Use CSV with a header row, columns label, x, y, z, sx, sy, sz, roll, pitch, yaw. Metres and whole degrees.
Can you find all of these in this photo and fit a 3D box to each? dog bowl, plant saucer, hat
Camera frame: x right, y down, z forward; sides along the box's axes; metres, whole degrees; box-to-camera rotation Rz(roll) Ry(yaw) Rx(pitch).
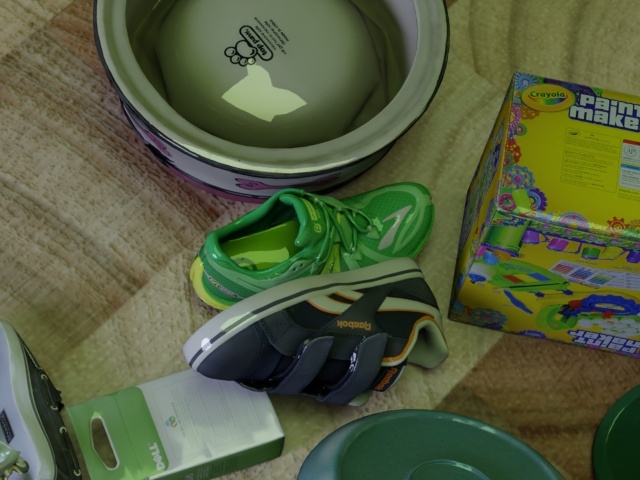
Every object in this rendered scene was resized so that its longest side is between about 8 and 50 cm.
label,x,y,z,sx,sy,sz,roll,pitch,yaw
dog bowl,-0.060,-0.221,1.915,0.408,0.150,0.408,3,64,-6
plant saucer,0.132,0.270,1.663,0.317,0.044,0.318,10,33,-6
hat,0.433,0.256,1.804,0.208,0.183,0.173,-16,49,31

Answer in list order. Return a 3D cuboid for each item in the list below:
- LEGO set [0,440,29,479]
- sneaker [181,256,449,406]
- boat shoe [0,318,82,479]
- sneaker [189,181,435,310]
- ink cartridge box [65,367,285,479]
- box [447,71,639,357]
label,x,y,z,sx,sy,sz,roll,pitch,yaw
LEGO set,-0.398,0.300,1.622,0.107,0.132,0.287,40,101,17
sneaker,0.011,0.109,1.729,0.321,0.126,0.127,-14,66,-37
boat shoe,-0.304,0.179,1.722,0.076,0.080,0.228,15,34,-41
sneaker,0.000,0.000,1.823,0.295,0.123,0.109,-18,66,-16
ink cartridge box,-0.154,0.203,1.734,0.209,0.062,0.109,-16,65,-16
box,0.313,-0.014,1.783,0.290,0.279,0.177,12,63,-2
